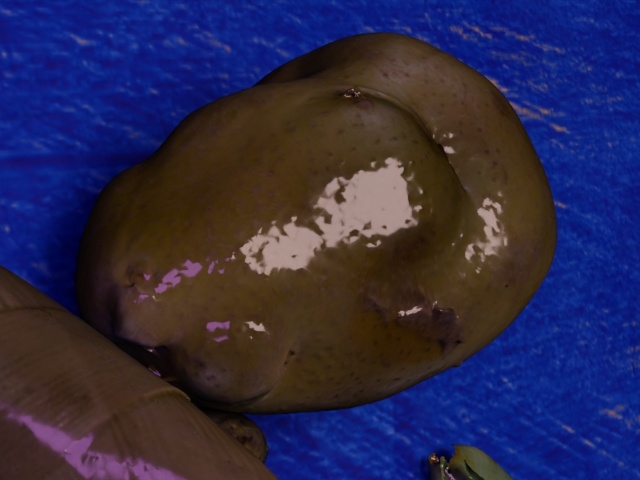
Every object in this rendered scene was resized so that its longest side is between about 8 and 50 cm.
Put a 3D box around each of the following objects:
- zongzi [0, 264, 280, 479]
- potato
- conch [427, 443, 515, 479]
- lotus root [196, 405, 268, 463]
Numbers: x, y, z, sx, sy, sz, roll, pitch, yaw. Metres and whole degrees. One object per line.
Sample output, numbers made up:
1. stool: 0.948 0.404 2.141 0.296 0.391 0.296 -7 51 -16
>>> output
1. zongzi: -0.176 0.061 0.861 0.289 0.317 0.154 30 72 -42
2. potato: -0.003 -0.001 1.219 0.351 0.202 0.218 -28 99 -42
3. conch: 0.144 0.212 1.418 0.170 0.079 0.106 51 10 2
4. lotus root: -0.066 0.126 1.191 0.099 0.054 0.049 4 92 -51
